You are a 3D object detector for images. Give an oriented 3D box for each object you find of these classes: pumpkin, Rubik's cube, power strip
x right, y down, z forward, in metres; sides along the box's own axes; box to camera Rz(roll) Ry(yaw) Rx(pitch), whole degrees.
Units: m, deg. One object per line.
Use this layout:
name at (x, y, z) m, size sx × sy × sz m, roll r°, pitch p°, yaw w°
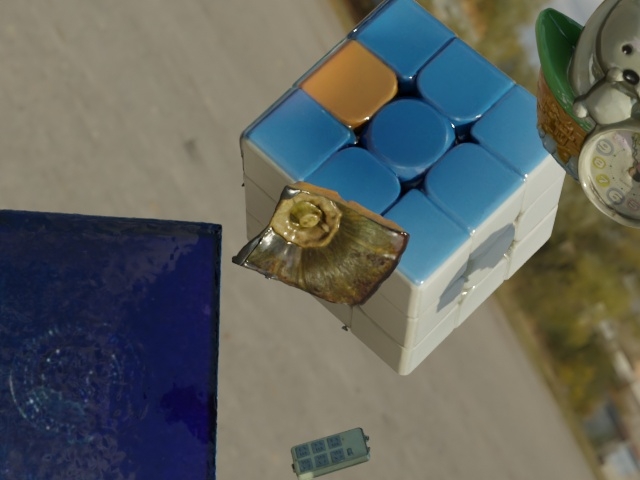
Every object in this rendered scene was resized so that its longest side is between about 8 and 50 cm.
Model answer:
pumpkin at (0.001, 0.001, 1.255) m, size 0.101 × 0.073 × 0.035 m, roll 24°, pitch 21°, yaw -12°
Rubik's cube at (0.101, -0.066, 2.292) m, size 0.291 × 0.290 × 0.291 m, roll 40°, pitch -19°, yaw 18°
power strip at (0.011, 0.231, 2.019) m, size 0.016 × 0.090 × 0.040 m, roll 69°, pitch 5°, yaw -51°

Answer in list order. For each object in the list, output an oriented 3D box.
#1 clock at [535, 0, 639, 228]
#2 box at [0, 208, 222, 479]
clock at (0.228, -0.074, 1.139) m, size 0.231 × 0.144 × 0.103 m, roll 37°, pitch 46°, yaw 5°
box at (-0.218, 0.113, 1.404) m, size 0.116 × 0.279 × 0.261 m, roll 109°, pitch -18°, yaw -65°
